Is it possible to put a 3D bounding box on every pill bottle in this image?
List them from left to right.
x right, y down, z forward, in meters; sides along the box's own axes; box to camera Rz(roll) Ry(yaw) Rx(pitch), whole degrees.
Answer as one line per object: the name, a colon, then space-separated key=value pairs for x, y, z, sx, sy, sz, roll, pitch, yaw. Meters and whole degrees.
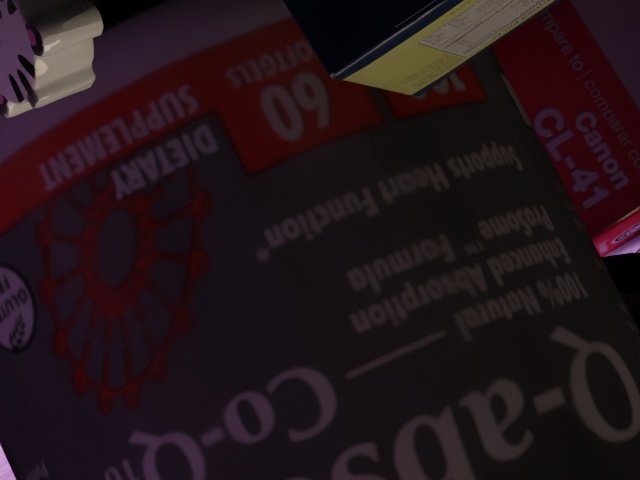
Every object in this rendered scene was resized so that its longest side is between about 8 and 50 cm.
pill bottle: x=0.028 y=0.106 z=0.644 sx=0.210 sy=0.363 sz=0.210 roll=-26 pitch=169 yaw=-5

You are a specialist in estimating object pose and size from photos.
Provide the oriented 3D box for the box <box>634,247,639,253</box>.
box: x=0.211 y=0.005 z=0.812 sx=0.113 sy=0.094 sz=0.275 roll=-27 pitch=168 yaw=-15

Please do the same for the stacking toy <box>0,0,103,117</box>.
stacking toy: x=-0.100 y=-0.057 z=0.349 sx=0.167 sy=0.052 sz=0.221 roll=-27 pitch=170 yaw=-31

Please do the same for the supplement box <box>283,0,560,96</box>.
supplement box: x=0.016 y=-0.086 z=0.482 sx=0.056 sy=0.083 sz=0.083 roll=-33 pitch=171 yaw=15

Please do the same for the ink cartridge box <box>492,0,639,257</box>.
ink cartridge box: x=0.205 y=-0.107 z=0.891 sx=0.306 sy=0.131 sz=0.226 roll=-30 pitch=171 yaw=7

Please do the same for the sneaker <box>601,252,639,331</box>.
sneaker: x=0.118 y=0.066 z=0.804 sx=0.130 sy=0.147 sz=0.330 roll=-20 pitch=-162 yaw=-29
